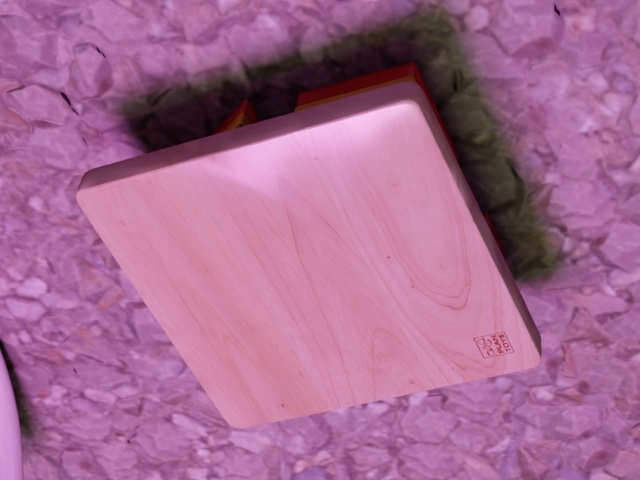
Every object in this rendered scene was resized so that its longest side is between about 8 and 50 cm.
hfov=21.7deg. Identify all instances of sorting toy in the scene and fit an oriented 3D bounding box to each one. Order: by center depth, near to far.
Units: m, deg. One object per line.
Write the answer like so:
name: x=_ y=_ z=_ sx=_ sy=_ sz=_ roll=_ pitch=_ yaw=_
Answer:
sorting toy: x=0.000 y=0.000 z=1.207 sx=0.255 sy=0.089 sz=0.257 roll=-14 pitch=129 yaw=20

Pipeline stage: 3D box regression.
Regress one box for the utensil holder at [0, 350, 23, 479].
utensil holder: x=-0.477 y=0.183 z=1.297 sx=0.385 sy=0.328 sz=0.328 roll=-5 pitch=131 yaw=17
